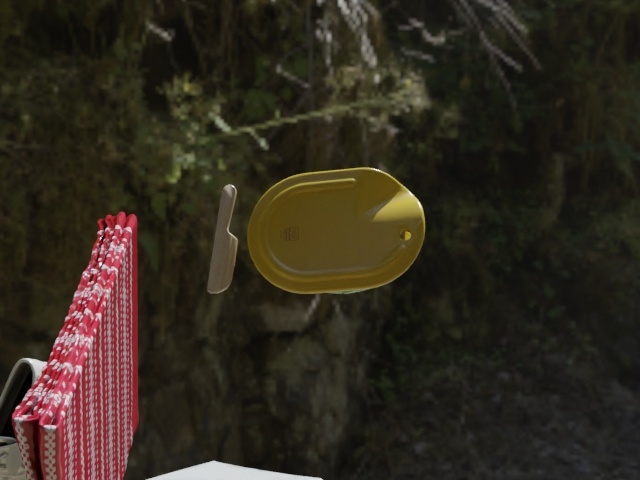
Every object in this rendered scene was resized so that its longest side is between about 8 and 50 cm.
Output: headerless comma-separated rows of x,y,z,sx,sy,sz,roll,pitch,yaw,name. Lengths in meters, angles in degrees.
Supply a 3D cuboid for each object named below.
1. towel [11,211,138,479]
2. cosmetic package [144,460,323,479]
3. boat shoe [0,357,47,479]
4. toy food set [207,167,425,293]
-0.153,0.121,0.745,0.031,0.198,0.275,3,26,-1,towel
-0.141,0.362,1.346,0.224,0.138,0.225,-8,1,-41,cosmetic package
-0.450,0.300,1.640,0.096,0.267,0.088,14,-14,27,boat shoe
0.000,0.000,1.156,0.218,0.128,0.071,-4,-19,9,toy food set
